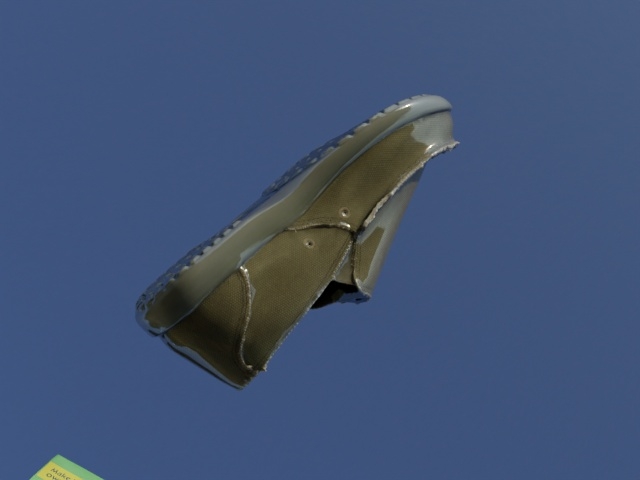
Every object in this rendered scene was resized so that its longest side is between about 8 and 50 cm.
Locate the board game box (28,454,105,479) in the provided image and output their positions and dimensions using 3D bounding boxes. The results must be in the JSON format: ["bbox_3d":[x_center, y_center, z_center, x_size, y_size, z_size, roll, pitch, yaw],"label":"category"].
[{"bbox_3d":[-0.080,0.308,0.967,0.317,0.046,0.214,27,-59,13],"label":"board game box"}]

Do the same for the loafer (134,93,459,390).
[{"bbox_3d":[0.000,0.000,0.851,0.251,0.094,0.087,-40,-83,-27],"label":"loafer"}]
